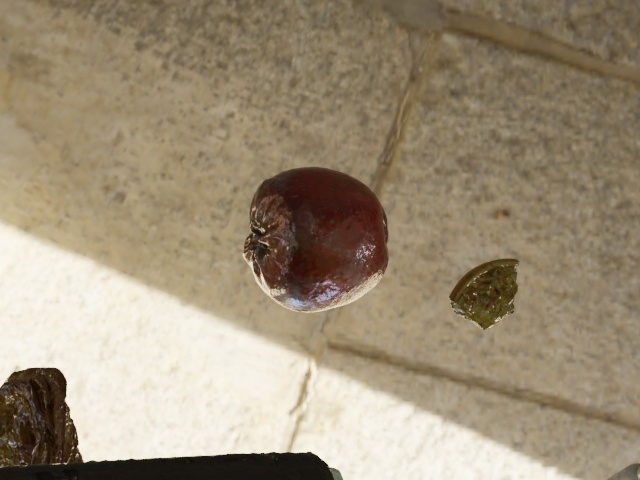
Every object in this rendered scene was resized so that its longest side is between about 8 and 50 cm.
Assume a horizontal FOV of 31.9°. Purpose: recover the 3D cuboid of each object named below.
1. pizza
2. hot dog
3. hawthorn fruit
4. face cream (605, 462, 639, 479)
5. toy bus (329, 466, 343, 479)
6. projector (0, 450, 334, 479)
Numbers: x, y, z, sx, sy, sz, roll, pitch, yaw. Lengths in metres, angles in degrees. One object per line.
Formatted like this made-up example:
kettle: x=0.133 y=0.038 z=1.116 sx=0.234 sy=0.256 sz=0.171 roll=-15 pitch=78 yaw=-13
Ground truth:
pizza: x=0.278 y=0.086 z=1.830 sx=0.099 sy=0.160 sz=0.036 roll=62 pitch=152 yaw=3
hot dog: x=-0.451 y=0.336 z=1.781 sx=0.175 sy=0.114 sz=0.259 roll=-6 pitch=97 yaw=38
hawthorn fruit: x=0.000 y=0.000 z=1.279 sx=0.172 sy=0.173 sz=0.173 roll=5 pitch=129 yaw=6
face cream: x=0.536 y=0.464 z=2.013 sx=0.082 sy=0.082 sz=0.269 roll=28 pitch=136 yaw=-12
toy bus: x=-0.067 y=0.431 z=1.843 sx=0.164 sy=0.133 sz=0.271 roll=-9 pitch=177 yaw=-25
projector: x=-0.198 y=0.382 z=0.967 sx=0.395 sy=0.242 sz=0.405 roll=2 pitch=140 yaw=-27
